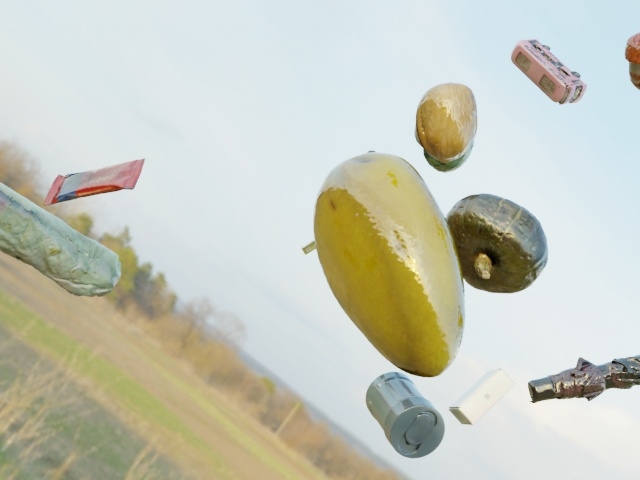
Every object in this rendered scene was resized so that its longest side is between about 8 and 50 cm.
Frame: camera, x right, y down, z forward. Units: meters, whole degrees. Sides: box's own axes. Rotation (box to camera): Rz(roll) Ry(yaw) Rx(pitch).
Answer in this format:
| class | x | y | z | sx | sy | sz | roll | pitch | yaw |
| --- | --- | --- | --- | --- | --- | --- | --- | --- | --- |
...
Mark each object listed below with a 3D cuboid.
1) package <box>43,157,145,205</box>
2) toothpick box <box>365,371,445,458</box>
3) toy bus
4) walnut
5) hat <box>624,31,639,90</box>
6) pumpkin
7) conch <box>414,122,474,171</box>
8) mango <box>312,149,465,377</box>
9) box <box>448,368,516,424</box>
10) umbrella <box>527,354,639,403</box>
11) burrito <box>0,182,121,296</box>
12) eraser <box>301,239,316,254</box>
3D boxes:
| class | x | y | z | sx | sy | sz | roll | pitch | yaw |
| --- | --- | --- | --- | --- | --- | --- | --- | --- | --- |
| package | -0.418 | -0.108 | 1.666 | 0.201 | 0.083 | 0.022 | -8 | -48 | 23 |
| toothpick box | 0.148 | 0.306 | 1.598 | 0.101 | 0.101 | 0.153 | 40 | 3 | -19 |
| toy bus | 0.539 | -0.403 | 2.151 | 0.203 | 0.090 | 0.063 | 53 | -41 | 31 |
| walnut | 0.275 | -0.260 | 1.973 | 0.144 | 0.180 | 0.144 | 7 | 3 | 0 |
| hat | 0.608 | -0.301 | 1.651 | 0.093 | 0.112 | 0.162 | 51 | -20 | 40 |
| pumpkin | 0.340 | 0.020 | 1.779 | 0.219 | 0.162 | 0.219 | 21 | -39 | 18 |
| conch | 0.329 | -0.277 | 2.425 | 0.188 | 0.175 | 0.122 | 31 | 23 | -15 |
| mango | 0.118 | 0.042 | 1.574 | 0.301 | 0.221 | 0.444 | 109 | -28 | -50 |
| box | 0.350 | 0.341 | 1.975 | 0.051 | 0.129 | 0.130 | 47 | -9 | 7 |
| umbrella | 0.647 | 0.328 | 2.129 | 0.094 | 0.326 | 0.090 | 77 | 1 | -49 |
| burrito | -0.414 | 0.000 | 1.320 | 0.309 | 0.096 | 0.066 | 42 | 18 | -45 |
| eraser | 0.000 | 0.000 | 1.899 | 0.019 | 0.083 | 0.038 | 59 | 8 | -4 |
